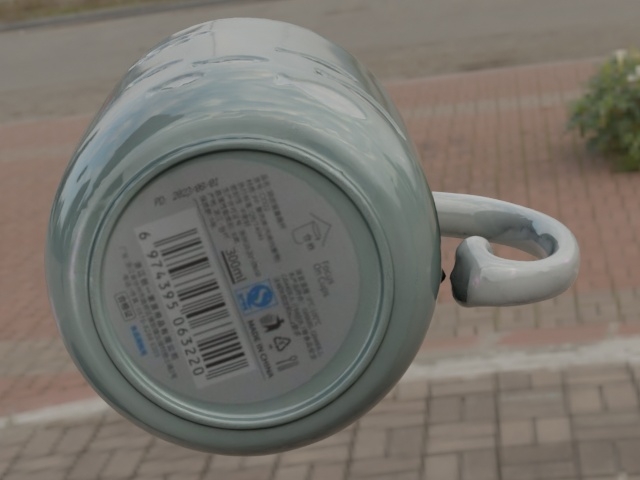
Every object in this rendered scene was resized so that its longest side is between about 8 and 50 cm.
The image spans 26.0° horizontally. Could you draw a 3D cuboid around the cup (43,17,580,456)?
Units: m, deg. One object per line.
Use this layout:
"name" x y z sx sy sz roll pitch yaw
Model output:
"cup" 0.000 0.000 0.928 0.357 0.259 0.274 6 15 -2
